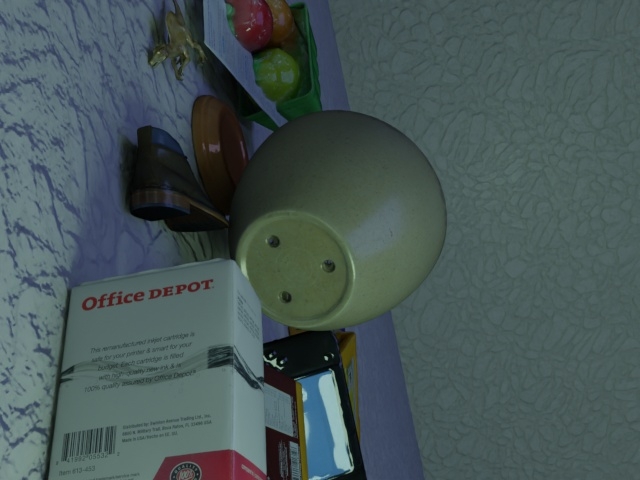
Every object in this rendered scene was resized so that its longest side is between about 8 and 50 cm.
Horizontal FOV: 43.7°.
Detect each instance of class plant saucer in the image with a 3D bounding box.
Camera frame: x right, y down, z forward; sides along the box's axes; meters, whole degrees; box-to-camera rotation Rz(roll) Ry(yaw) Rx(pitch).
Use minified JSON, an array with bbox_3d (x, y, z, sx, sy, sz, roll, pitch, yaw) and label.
[{"bbox_3d":[-0.156,-0.141,1.303,0.200,0.037,0.200,-11,90,-79],"label":"plant saucer"}]

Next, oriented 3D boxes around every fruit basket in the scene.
[{"bbox_3d":[-0.128,-0.371,1.463,0.353,0.165,0.327,36,42,-52],"label":"fruit basket"}]

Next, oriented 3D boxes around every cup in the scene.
[{"bbox_3d":[0.000,0.000,1.144,0.237,0.331,0.331,-52,131,-63],"label":"cup"}]

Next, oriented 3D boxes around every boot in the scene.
[{"bbox_3d":[-0.174,-0.072,1.030,0.219,0.082,0.106,31,52,-73],"label":"boot"}]

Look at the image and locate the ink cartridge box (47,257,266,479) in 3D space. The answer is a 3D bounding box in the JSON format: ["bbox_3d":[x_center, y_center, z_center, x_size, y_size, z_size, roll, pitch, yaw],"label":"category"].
[{"bbox_3d":[-0.144,0.151,0.735,0.100,0.172,0.237,63,20,-57],"label":"ink cartridge box"}]

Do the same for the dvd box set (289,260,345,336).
[{"bbox_3d":[-0.018,0.052,1.762,0.307,0.062,0.420,50,32,-68],"label":"dvd box set"}]

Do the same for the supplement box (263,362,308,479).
[{"bbox_3d":[-0.110,0.238,0.877,0.194,0.129,0.191,44,37,-57],"label":"supplement box"}]

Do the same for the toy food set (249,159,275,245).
[{"bbox_3d":[-0.095,-0.067,1.531,0.132,0.039,0.192,-65,144,-71],"label":"toy food set"}]

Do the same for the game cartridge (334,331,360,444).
[{"bbox_3d":[0.029,0.374,1.577,0.285,0.053,0.323,-38,125,-71],"label":"game cartridge"}]

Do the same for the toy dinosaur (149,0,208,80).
[{"bbox_3d":[-0.204,-0.296,1.159,0.092,0.053,0.183,67,17,-45],"label":"toy dinosaur"}]

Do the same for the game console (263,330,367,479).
[{"bbox_3d":[-0.048,0.302,1.126,0.173,0.250,0.293,-162,-121,-72],"label":"game console"}]
